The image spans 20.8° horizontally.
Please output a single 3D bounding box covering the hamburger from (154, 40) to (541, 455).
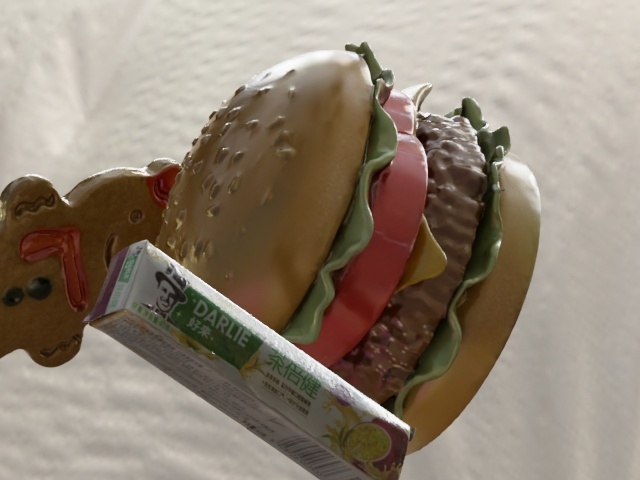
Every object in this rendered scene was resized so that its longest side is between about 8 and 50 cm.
[{"bbox_3d":[0.000,0.000,1.200,0.274,0.212,0.274,-47,-152,34],"label":"hamburger"}]

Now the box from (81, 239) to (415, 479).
[{"bbox_3d":[-0.035,0.076,0.966,0.041,0.207,0.050,-26,-144,45],"label":"box"}]

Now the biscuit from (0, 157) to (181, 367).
[{"bbox_3d":[-0.187,0.019,1.324,0.226,0.166,0.036,-17,-147,-25],"label":"biscuit"}]
